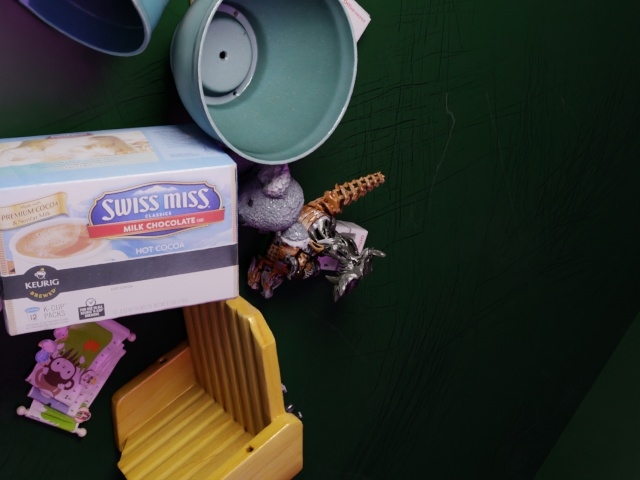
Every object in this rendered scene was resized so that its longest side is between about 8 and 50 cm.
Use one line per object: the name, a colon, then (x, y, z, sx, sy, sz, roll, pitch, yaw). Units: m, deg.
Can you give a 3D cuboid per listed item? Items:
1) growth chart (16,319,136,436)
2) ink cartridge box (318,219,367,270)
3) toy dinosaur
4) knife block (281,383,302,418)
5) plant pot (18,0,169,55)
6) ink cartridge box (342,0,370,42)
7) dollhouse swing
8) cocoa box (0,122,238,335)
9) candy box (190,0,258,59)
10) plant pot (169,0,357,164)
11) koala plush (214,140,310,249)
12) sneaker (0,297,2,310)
growth chart: (-0.441, 0.232, 1.439, 0.172, 0.021, 0.237, 29, 90, -42)
ink cartridge box: (0.023, 0.009, 1.683, 0.135, 0.056, 0.099, 7, 105, -40)
toy dinosaur: (0.000, 0.000, 1.549, 0.322, 0.218, 0.164, -49, 170, 30)
knife block: (-0.167, 0.415, 1.646, 0.275, 0.088, 0.242, -14, 136, -48)
plant pot: (-0.289, -0.440, 1.091, 0.271, 0.271, 0.255, 46, 64, -42)
ink cartridge box: (0.025, -0.392, 1.494, 0.088, 0.052, 0.122, 32, 90, -44)
dollhouse swing: (-0.237, 0.273, 1.398, 0.315, 0.347, 0.305, -37, 130, -20)
cocoa box: (-0.318, -0.033, 1.221, 0.347, 0.231, 0.228, -8, 116, -21)
candy box: (-0.160, -0.371, 1.353, 0.109, 0.053, 0.187, -18, 120, -32)
plant pot: (-0.114, -0.282, 1.257, 0.293, 0.196, 0.293, -15, 115, -36)
koala plush: (-0.107, -0.087, 1.418, 0.203, 0.221, 0.196, -32, 127, -24)
sneaker: (-0.582, 0.049, 1.187, 0.240, 0.091, 0.126, 10, 104, -41)
